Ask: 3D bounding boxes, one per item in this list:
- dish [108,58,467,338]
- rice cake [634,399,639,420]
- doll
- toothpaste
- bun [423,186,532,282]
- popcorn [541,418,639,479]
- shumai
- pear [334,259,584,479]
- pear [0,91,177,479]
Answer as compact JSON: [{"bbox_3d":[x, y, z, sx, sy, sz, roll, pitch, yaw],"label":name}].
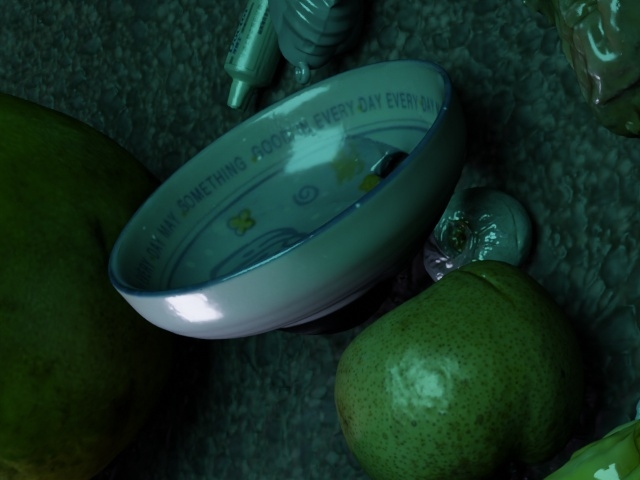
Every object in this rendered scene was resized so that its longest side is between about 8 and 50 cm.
[{"bbox_3d":[0.000,0.000,1.105,0.273,0.134,0.273,-27,24,13],"label":"dish"},{"bbox_3d":[0.194,0.194,0.980,0.043,0.034,0.211,20,95,44],"label":"rice cake"},{"bbox_3d":[0.007,-0.207,1.201,0.180,0.079,0.094,-71,18,-4],"label":"doll"},{"bbox_3d":[-0.034,-0.209,1.256,0.064,0.041,0.218,18,89,48],"label":"toothpaste"},{"bbox_3d":[0.107,0.000,1.086,0.083,0.045,0.083,-6,81,37],"label":"bun"},{"bbox_3d":[0.210,0.229,0.821,0.237,0.293,0.293,-47,54,8],"label":"popcorn"},{"bbox_3d":[0.189,-0.165,0.977,0.175,0.166,0.206,14,88,47],"label":"shumai"},{"bbox_3d":[0.092,0.098,1.008,0.167,0.167,0.137,-43,60,26],"label":"pear"},{"bbox_3d":[-0.300,0.050,1.201,0.352,0.413,0.352,-6,82,55],"label":"pear"}]
